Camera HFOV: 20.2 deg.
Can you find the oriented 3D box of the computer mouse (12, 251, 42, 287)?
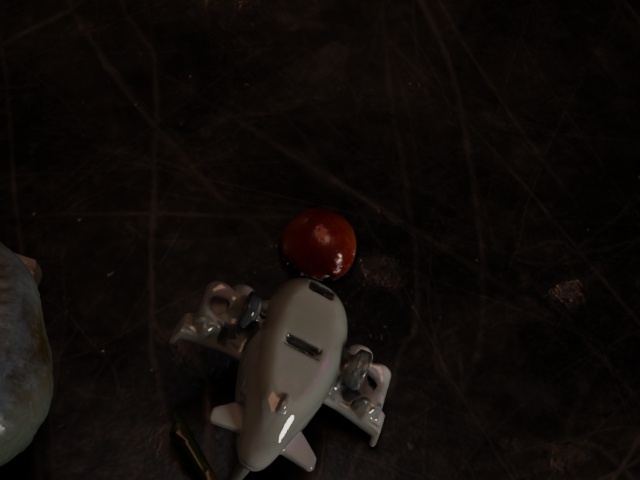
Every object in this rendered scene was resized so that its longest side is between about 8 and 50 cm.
[{"bbox_3d":[-0.429,0.036,2.129,0.199,0.045,0.102,16,51,8],"label":"computer mouse"}]

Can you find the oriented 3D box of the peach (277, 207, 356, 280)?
[{"bbox_3d":[-0.001,-0.001,2.191,0.098,0.061,0.098,6,45,-6],"label":"peach"}]

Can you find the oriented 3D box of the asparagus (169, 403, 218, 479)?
[{"bbox_3d":[-0.112,0.276,1.974,0.027,0.034,0.236,-19,57,-30],"label":"asparagus"}]

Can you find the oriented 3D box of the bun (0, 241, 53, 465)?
[{"bbox_3d":[-0.456,0.141,1.936,0.361,0.211,0.362,1,52,-1],"label":"bun"}]

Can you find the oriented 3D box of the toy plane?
[{"bbox_3d":[-0.042,0.151,2.024,0.266,0.122,0.267,15,52,-20],"label":"toy plane"}]
